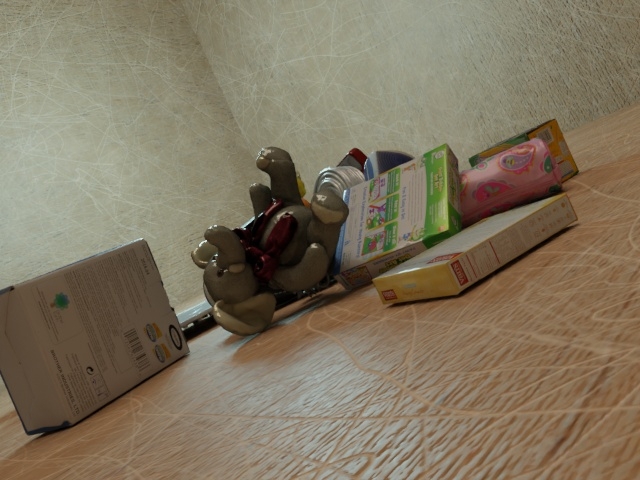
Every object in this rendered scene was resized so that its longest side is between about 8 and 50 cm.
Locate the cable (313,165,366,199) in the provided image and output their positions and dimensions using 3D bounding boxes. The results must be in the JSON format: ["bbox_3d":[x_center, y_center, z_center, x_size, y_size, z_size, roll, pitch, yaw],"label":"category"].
[{"bbox_3d":[0.068,-0.080,1.900,0.089,0.257,0.257,-12,-9,-26],"label":"cable"}]

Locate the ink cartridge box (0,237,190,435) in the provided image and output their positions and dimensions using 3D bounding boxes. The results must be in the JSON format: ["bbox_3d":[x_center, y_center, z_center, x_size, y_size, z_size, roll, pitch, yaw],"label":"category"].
[{"bbox_3d":[-0.434,0.167,1.362,0.151,0.270,0.395,-17,6,33],"label":"ink cartridge box"}]

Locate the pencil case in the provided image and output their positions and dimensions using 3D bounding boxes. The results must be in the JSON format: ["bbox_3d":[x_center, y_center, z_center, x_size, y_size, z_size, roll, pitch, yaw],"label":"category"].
[{"bbox_3d":[0.329,-0.096,1.359,0.284,0.124,0.124,-24,3,12],"label":"pencil case"}]

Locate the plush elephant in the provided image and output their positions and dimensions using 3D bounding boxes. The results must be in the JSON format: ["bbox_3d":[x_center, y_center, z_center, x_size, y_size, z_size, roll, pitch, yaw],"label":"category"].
[{"bbox_3d":[-0.120,0.022,1.302,0.255,0.330,0.272,-22,46,-23],"label":"plush elephant"}]

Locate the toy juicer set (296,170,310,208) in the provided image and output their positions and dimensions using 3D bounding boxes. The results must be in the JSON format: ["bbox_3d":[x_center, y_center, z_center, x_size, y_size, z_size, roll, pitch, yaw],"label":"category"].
[{"bbox_3d":[-0.079,-0.102,2.108,0.089,0.209,0.329,-16,30,-2],"label":"toy juicer set"}]

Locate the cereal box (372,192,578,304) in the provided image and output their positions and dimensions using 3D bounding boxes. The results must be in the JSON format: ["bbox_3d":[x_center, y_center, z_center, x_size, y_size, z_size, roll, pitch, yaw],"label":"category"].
[{"bbox_3d":[0.210,0.014,0.940,0.240,0.047,0.173,-27,3,-28],"label":"cereal box"}]

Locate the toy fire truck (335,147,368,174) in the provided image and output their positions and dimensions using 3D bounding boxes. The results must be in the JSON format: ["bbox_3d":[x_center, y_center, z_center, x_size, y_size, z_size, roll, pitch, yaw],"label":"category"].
[{"bbox_3d":[0.133,-0.158,2.289,0.169,0.254,0.302,-45,2,-29],"label":"toy fire truck"}]

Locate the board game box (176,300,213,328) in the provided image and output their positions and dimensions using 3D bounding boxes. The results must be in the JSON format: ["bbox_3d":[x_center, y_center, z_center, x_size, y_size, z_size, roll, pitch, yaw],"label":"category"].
[{"bbox_3d":[-0.372,0.232,1.917,0.390,0.050,0.390,-27,3,-36],"label":"board game box"}]

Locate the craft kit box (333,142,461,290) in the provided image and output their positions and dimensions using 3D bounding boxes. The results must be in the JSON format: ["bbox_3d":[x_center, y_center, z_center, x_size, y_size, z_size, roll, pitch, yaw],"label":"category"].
[{"bbox_3d":[0.148,-0.047,1.313,0.246,0.061,0.250,-25,36,31],"label":"craft kit box"}]

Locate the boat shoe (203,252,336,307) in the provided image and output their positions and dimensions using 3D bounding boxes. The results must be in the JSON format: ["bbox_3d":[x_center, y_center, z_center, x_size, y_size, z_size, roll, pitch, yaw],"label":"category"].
[{"bbox_3d":[-0.026,0.021,1.535,0.500,0.187,0.156,-20,-6,-15],"label":"boat shoe"}]

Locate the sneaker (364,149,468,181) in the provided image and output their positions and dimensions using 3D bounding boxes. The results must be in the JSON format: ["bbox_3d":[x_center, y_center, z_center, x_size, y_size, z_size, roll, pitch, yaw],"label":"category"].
[{"bbox_3d":[0.236,-0.104,1.687,0.315,0.128,0.182,12,-28,-22],"label":"sneaker"}]

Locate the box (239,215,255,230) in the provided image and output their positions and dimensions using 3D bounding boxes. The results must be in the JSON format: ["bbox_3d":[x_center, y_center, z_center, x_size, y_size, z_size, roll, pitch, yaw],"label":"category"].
[{"bbox_3d":[-0.105,0.013,1.633,0.220,0.175,0.051,-41,12,-15],"label":"box"}]

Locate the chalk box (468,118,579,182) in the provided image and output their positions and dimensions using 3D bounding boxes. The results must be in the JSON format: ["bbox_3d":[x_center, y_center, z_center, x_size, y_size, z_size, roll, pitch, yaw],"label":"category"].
[{"bbox_3d":[0.430,-0.159,1.520,0.132,0.132,0.213,-28,3,-37],"label":"chalk box"}]
